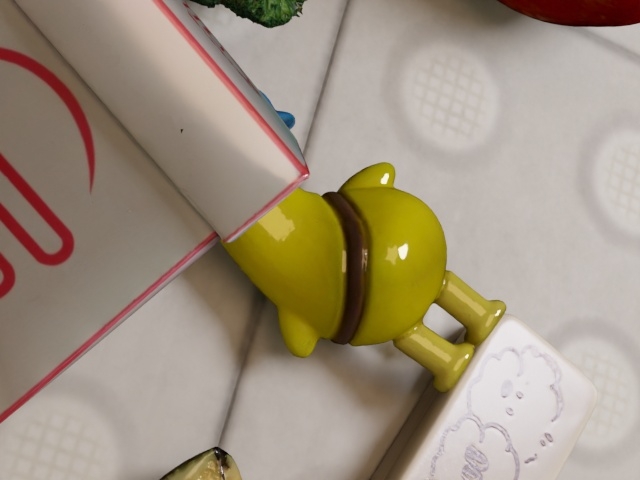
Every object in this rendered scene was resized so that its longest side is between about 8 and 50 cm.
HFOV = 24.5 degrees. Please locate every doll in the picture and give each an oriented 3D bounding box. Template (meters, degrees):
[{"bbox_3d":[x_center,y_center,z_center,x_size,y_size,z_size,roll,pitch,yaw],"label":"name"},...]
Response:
[{"bbox_3d":[0.000,0.000,1.355,0.363,0.145,0.199,36,74,-6],"label":"doll"}]

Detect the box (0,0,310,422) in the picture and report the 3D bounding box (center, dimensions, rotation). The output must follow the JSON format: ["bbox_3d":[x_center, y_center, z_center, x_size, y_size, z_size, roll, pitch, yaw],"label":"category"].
[{"bbox_3d":[-0.219,-0.086,1.128,0.300,0.314,0.312,-41,98,3],"label":"box"}]

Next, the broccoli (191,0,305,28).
[{"bbox_3d":[-0.083,-0.352,1.317,0.307,0.275,0.308,21,56,-35],"label":"broccoli"}]

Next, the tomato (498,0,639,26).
[{"bbox_3d":[0.278,-0.362,1.464,0.293,0.325,0.290,-35,121,-36],"label":"tomato"}]

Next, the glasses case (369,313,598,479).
[{"bbox_3d":[0.129,0.237,1.396,0.144,0.076,0.336,39,66,-13],"label":"glasses case"}]

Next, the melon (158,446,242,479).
[{"bbox_3d":[-0.110,0.267,1.286,0.128,0.079,0.160,-14,86,-8],"label":"melon"}]
